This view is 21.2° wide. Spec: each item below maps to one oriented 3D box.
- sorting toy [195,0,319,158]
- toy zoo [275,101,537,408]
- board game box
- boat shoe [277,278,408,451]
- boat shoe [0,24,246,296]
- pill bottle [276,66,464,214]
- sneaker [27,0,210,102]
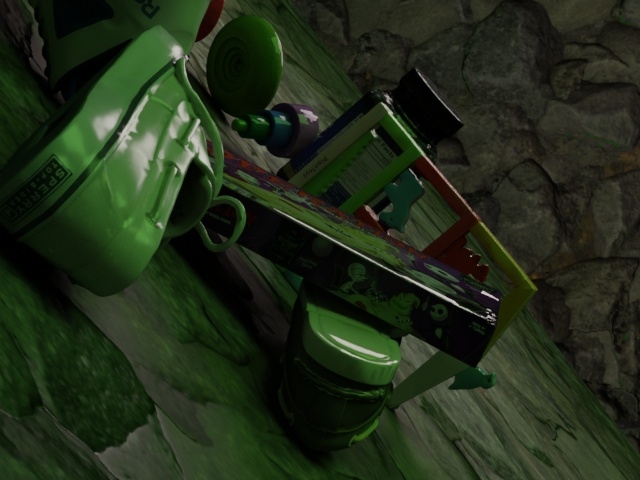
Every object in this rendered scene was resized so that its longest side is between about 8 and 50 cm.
[{"bbox_3d":[-0.142,-0.231,2.069,0.126,0.127,0.365,4,40,-44],"label":"sorting toy"},{"bbox_3d":[0.083,0.033,1.730,0.293,0.192,0.030,51,9,9],"label":"toy zoo"},{"bbox_3d":[0.000,0.000,1.546,0.347,0.056,0.208,27,5,3],"label":"board game box"},{"bbox_3d":[0.017,0.100,1.482,0.109,0.091,0.305,21,10,0],"label":"boat shoe"},{"bbox_3d":[-0.128,-0.048,1.260,0.156,0.136,0.367,48,13,-12],"label":"boat shoe"},{"bbox_3d":[0.063,-0.105,2.081,0.123,0.219,0.123,48,10,-11],"label":"pill bottle"},{"bbox_3d":[-0.219,-0.212,1.518,0.315,0.182,0.127,19,4,38],"label":"sneaker"}]
